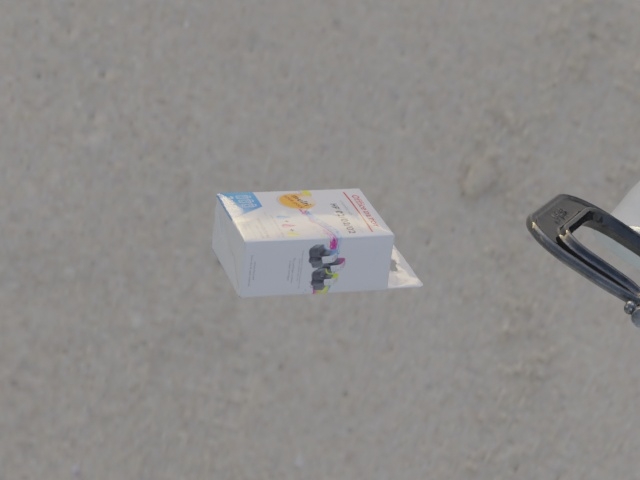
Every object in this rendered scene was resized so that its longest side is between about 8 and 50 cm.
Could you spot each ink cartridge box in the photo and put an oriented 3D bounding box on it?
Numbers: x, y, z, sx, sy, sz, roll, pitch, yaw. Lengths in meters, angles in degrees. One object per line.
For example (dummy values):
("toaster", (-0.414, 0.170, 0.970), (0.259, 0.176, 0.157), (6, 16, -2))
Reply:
("ink cartridge box", (0.000, 0.000, 1.610), (0.181, 0.061, 0.104), (-2, 28, -19))

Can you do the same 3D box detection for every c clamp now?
("c clamp", (0.180, 0.019, 1.000), (0.137, 0.022, 0.161), (30, 19, 6))

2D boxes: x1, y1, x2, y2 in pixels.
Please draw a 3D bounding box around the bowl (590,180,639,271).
("bowl", (0.441, -0.001, 1.794), (0.298, 0.298, 0.134), (27, 87, 9))
